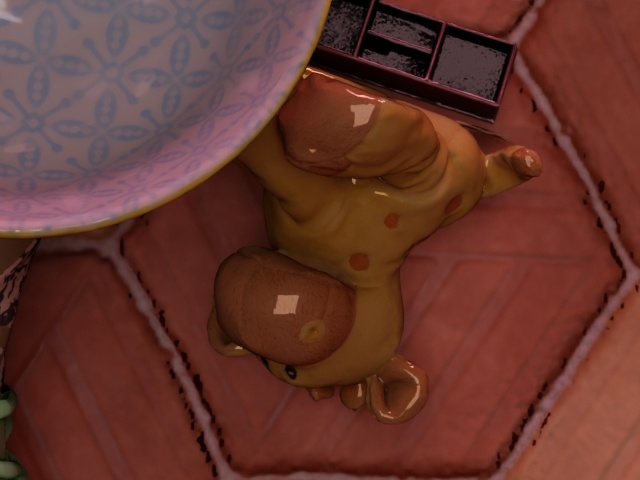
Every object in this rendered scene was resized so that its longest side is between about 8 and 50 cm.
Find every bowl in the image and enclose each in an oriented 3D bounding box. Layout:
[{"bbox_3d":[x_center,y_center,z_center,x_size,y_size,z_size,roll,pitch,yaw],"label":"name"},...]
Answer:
[{"bbox_3d":[-0.147,-0.135,0.854,0.289,0.156,0.289,2,83,-13],"label":"bowl"}]

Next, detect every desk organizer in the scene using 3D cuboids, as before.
[{"bbox_3d":[0.044,-0.110,1.012,0.130,0.050,0.047,18,86,2],"label":"desk organizer"}]

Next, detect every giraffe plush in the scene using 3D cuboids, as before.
[{"bbox_3d":[0.000,0.000,0.968,0.210,0.181,0.170,16,97,-33],"label":"giraffe plush"}]

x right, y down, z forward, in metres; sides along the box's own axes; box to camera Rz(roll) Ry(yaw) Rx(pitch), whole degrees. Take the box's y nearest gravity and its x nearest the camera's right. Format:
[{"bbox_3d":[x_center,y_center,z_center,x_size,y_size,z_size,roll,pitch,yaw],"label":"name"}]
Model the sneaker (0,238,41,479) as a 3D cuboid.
[{"bbox_3d":[-0.202,0.140,0.963,0.182,0.158,0.410,28,93,-8],"label":"sneaker"}]
